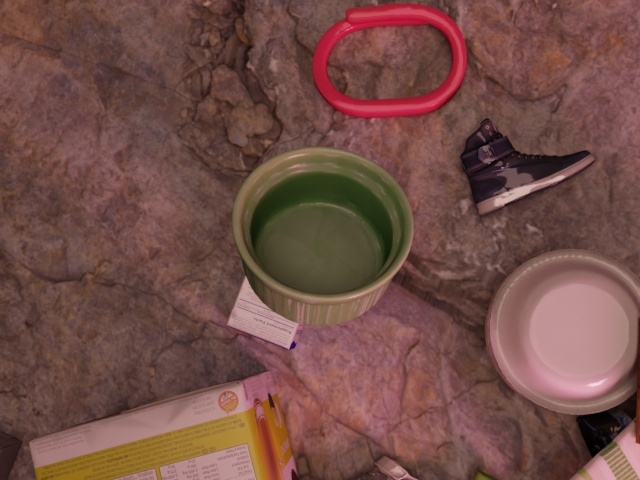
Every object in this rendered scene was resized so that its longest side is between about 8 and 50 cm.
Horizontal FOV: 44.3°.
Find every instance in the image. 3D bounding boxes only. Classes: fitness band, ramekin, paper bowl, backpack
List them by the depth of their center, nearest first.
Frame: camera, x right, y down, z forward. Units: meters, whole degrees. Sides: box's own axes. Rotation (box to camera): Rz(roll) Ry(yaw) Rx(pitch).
[{"bbox_3d":[0.504,0.349,1.335,0.084,0.105,0.114,-21,93,0],"label":"backpack"},{"bbox_3d":[0.431,0.154,1.345,0.284,0.148,0.284,-1,82,7],"label":"paper bowl"},{"bbox_3d":[0.000,0.000,1.363,0.304,0.148,0.303,2,59,-3],"label":"ramekin"},{"bbox_3d":[0.129,-0.337,1.486,0.291,0.054,0.208,-2,86,7],"label":"fitness band"}]

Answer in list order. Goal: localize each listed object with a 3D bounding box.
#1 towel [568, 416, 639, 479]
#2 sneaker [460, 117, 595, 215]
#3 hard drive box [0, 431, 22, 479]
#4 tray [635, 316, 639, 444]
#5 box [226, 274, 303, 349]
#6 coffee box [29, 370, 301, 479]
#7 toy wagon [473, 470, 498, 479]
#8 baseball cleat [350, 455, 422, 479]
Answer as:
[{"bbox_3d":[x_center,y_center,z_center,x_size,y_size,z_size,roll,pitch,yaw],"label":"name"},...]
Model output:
[{"bbox_3d":[0.535,0.412,1.275,0.325,0.038,0.247,-36,100,-16],"label":"towel"},{"bbox_3d":[0.364,-0.160,1.418,0.226,0.086,0.163,-21,84,5],"label":"sneaker"},{"bbox_3d":[-0.697,0.456,1.467,0.181,0.089,0.232,21,87,8],"label":"hard drive box"},{"bbox_3d":[0.710,0.238,1.272,0.411,0.076,0.202,6,83,-15],"label":"tray"},{"bbox_3d":[-0.086,0.116,1.445,0.126,0.072,0.137,20,86,8],"label":"box"},{"bbox_3d":[-0.218,0.425,1.291,0.338,0.337,0.334,-16,82,3],"label":"coffee box"},{"bbox_3d":[0.319,0.577,1.349,0.344,0.068,0.267,29,88,8],"label":"toy wagon"},{"bbox_3d":[0.078,0.437,1.401,0.206,0.072,0.109,5,70,3],"label":"baseball cleat"}]
